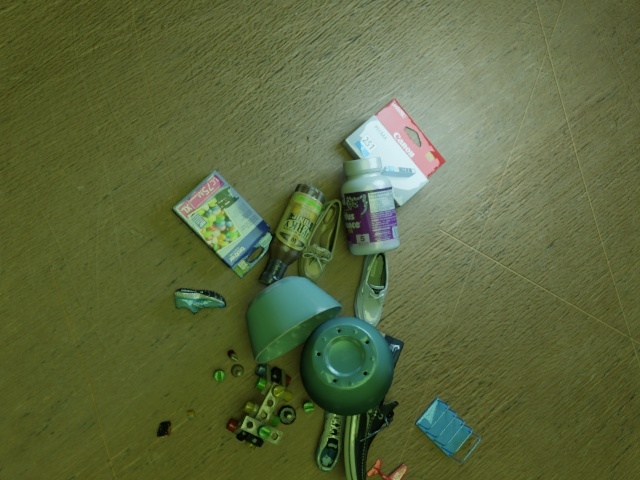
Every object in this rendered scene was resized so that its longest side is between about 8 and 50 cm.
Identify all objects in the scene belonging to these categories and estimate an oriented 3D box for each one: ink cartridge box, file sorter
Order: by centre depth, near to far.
[{"bbox_3d":[-0.295,-0.049,1.910,0.186,0.065,0.311,-45,98,-13],"label":"ink cartridge box"},{"bbox_3d":[0.428,0.632,2.000,0.170,0.104,0.118,46,77,-6],"label":"file sorter"},{"bbox_3d":[0.263,-0.306,2.054,0.261,0.066,0.296,-42,96,-11],"label":"ink cartridge box"}]

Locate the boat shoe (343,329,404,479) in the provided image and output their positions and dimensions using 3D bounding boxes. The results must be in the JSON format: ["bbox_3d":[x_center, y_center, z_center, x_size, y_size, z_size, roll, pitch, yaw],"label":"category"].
[{"bbox_3d":[0.167,0.533,1.903,0.156,0.187,0.500,9,78,8],"label":"boat shoe"}]

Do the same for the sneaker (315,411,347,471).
[{"bbox_3d":[0.044,0.622,1.923,0.085,0.086,0.237,15,81,-10],"label":"sneaker"}]

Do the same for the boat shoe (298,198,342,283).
[{"bbox_3d":[0.000,0.000,1.957,0.105,0.089,0.285,16,82,-11],"label":"boat shoe"}]

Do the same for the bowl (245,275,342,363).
[{"bbox_3d":[-0.104,0.223,1.836,0.312,0.311,0.163,-30,72,-13],"label":"bowl"}]

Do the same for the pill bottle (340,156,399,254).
[{"bbox_3d":[0.155,-0.113,1.944,0.169,0.169,0.301,-10,95,-13],"label":"pill bottle"}]

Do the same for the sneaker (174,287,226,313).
[{"bbox_3d":[-0.377,0.195,1.882,0.162,0.063,0.073,9,101,-8],"label":"sneaker"}]

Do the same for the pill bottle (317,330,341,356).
[{"bbox_3d":[0.039,0.334,1.938,0.094,0.094,0.169,44,78,-6],"label":"pill bottle"}]

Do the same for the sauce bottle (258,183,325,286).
[{"bbox_3d":[-0.094,-0.011,1.915,0.111,0.111,0.344,25,77,-10],"label":"sauce bottle"}]

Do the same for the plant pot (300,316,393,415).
[{"bbox_3d":[0.074,0.353,1.755,0.293,0.235,0.293,-1,70,4],"label":"plant pot"}]

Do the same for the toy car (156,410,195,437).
[{"bbox_3d":[-0.437,0.571,1.834,0.122,0.060,0.040,-18,122,-7],"label":"toy car"}]

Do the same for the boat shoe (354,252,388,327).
[{"bbox_3d":[0.178,0.162,1.986,0.096,0.088,0.267,14,83,-12],"label":"boat shoe"}]

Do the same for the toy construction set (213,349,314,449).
[{"bbox_3d":[-0.190,0.475,1.802,0.257,0.237,0.308,-36,94,-13],"label":"toy construction set"}]

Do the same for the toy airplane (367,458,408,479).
[{"bbox_3d":[0.215,0.786,1.978,0.151,0.028,0.151,1,84,-14],"label":"toy airplane"}]
